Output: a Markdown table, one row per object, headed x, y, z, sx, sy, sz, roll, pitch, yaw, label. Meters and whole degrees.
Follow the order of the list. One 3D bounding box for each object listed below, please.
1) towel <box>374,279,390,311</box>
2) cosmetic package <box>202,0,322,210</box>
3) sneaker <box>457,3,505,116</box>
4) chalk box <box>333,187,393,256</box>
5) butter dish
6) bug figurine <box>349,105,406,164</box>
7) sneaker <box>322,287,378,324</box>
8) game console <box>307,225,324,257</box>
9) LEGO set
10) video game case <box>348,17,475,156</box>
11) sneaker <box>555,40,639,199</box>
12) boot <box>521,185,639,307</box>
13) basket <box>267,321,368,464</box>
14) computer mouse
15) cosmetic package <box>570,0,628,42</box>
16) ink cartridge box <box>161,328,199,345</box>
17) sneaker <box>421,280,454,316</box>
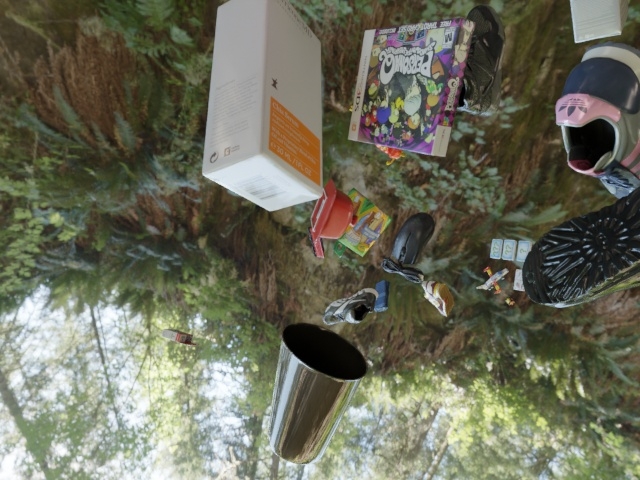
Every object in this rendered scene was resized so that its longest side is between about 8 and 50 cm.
| x | y | z | sx | sy | sz | roll | pitch | yaw | label |
| --- | --- | --- | --- | --- | --- | --- | --- | --- | --- |
| 0.240 | 0.217 | 1.611 | 0.029 | 0.067 | 0.119 | 25 | -125 | -26 | towel |
| -0.118 | -0.325 | 0.955 | 0.162 | 0.453 | 0.230 | -12 | 158 | 29 | cosmetic package |
| 0.312 | -0.381 | 0.865 | 0.130 | 0.227 | 0.087 | -4 | -171 | -28 | sneaker |
| 0.151 | -0.060 | 1.906 | 0.179 | 0.289 | 0.180 | 34 | -172 | -35 | chalk box |
| 0.047 | -0.071 | 1.149 | 0.118 | 0.160 | 0.160 | 19 | -161 | -11 | butter dish |
| 0.217 | -0.338 | 1.140 | 0.279 | 0.072 | 0.216 | -37 | -111 | -20 | bug figurine |
| 0.101 | 0.255 | 1.475 | 0.234 | 0.078 | 0.106 | -30 | -156 | 23 | sneaker |
| 0.000 | 0.000 | 1.920 | 0.085 | 0.144 | 0.124 | -6 | -168 | 33 | game console |
| 0.695 | 0.116 | 1.569 | 0.060 | 0.244 | 0.182 | 8 | 180 | -25 | LEGO set |
| 0.148 | -0.272 | 0.744 | 0.042 | 0.210 | 0.232 | -3 | -160 | -35 | video game case |
| 0.433 | -0.133 | 0.632 | 0.319 | 0.131 | 0.112 | 40 | 174 | -34 | sneaker |
| 0.533 | 0.036 | 0.639 | 0.260 | 0.348 | 0.131 | 18 | -123 | -18 | boot |
| -0.023 | 0.316 | 0.842 | 0.154 | 0.226 | 0.204 | 3 | -161 | -40 | basket |
| 0.353 | 0.014 | 1.604 | 0.189 | 0.272 | 0.072 | 23 | -178 | 34 | computer mouse |
| 0.632 | -0.601 | 0.942 | 0.107 | 0.238 | 0.127 | 7 | -129 | 41 | cosmetic package |
| -0.457 | 0.318 | 1.360 | 0.115 | 0.029 | 0.063 | 9 | 169 | 25 | ink cartridge box |
| 0.425 | 0.205 | 1.501 | 0.084 | 0.185 | 0.069 | 16 | -122 | 41 | sneaker |
